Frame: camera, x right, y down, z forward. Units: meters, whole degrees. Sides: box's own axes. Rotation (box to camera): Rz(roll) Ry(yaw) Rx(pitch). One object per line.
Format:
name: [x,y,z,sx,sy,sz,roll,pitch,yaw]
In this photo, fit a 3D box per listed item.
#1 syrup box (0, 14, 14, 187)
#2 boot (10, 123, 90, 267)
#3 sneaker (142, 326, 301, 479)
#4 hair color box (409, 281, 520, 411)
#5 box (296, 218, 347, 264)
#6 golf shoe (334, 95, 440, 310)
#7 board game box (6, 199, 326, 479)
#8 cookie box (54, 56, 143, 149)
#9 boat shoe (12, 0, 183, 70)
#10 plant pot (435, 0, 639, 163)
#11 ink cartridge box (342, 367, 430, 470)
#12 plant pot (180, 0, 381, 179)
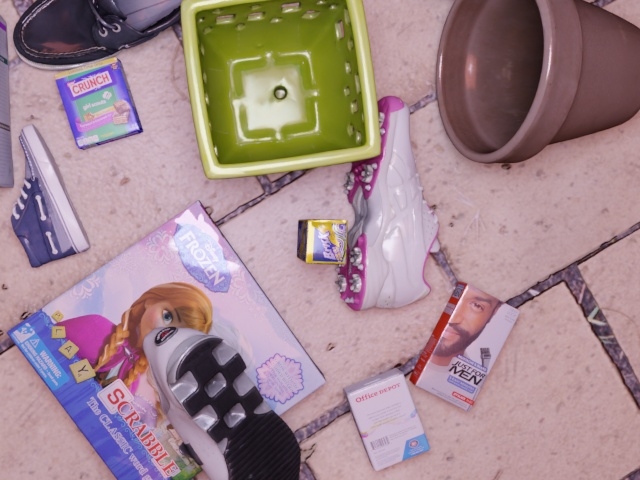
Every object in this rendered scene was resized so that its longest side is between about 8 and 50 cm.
syrup box: [-0.475,-0.189,1.127,0.093,0.096,0.236,-2,92,-7]
boot: [-0.394,-0.059,1.153,0.086,0.069,0.189,-22,96,-8]
sneaker: [-0.133,0.240,1.116,0.122,0.146,0.330,-36,121,-28]
hair color box: [0.211,0.155,1.234,0.093,0.053,0.167,27,88,-5]
box: [0.000,0.000,1.147,0.054,0.169,0.059,2,91,-5]
golf shoe: [0.107,-0.049,1.199,0.140,0.115,0.306,6,96,-19]
board game box: [-0.210,0.160,1.182,0.318,0.066,0.318,-36,96,-4]
cookie box: [-0.309,-0.191,1.172,0.092,0.040,0.107,-18,93,-4]
boat shoe: [-0.262,-0.328,1.135,0.340,0.113,0.127,-17,94,-5]
plant pot: [0.320,-0.237,1.153,0.229,0.263,0.262,-3,93,-23]
ink cartridge box: [0.095,0.259,1.226,0.089,0.052,0.122,-20,95,-5]
plant pot: [-0.056,-0.200,1.115,0.228,0.207,0.227,-8,92,-5]
